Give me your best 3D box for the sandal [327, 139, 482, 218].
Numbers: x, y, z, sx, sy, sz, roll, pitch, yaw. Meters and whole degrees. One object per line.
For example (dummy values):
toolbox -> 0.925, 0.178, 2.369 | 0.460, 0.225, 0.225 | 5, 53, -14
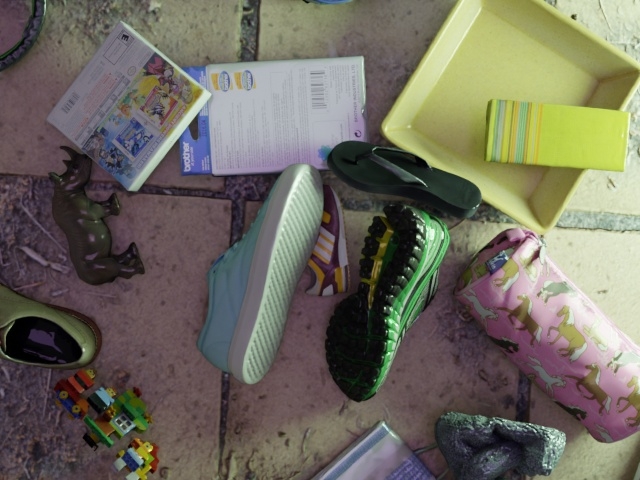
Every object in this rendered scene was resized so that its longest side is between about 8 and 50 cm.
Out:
sandal -> 0.137, -0.111, 1.857 | 0.255, 0.054, 0.097 | 16, 46, -4

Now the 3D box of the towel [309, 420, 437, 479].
towel -> 0.116, 0.467, 1.958 | 0.209, 0.034, 0.285 | -42, 96, -5

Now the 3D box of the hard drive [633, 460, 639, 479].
hard drive -> 0.622, 0.436, 1.946 | 0.210, 0.040, 0.318 | 27, 70, -5

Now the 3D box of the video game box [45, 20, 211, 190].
video game box -> -0.308, -0.215, 1.871 | 0.187, 0.048, 0.205 | 41, 98, 11

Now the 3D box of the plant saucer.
plant saucer -> 0.312, -0.229, 1.939 | 0.333, 0.081, 0.332 | 32, 89, -5

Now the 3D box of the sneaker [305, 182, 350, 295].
sneaker -> 0.000, 0.000, 1.923 | 0.084, 0.069, 0.185 | -8, 90, -5

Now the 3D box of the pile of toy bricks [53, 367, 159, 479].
pile of toy bricks -> -0.326, 0.282, 1.895 | 0.212, 0.118, 0.105 | 47, 48, 6

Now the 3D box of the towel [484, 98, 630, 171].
towel -> 0.384, -0.170, 1.899 | 0.237, 0.021, 0.102 | 4, 96, -6

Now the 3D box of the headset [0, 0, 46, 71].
headset -> -0.635, -0.414, 1.852 | 0.394, 0.185, 0.243 | 23, 93, -20

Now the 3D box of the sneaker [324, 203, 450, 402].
sneaker -> 0.123, 0.113, 1.903 | 0.146, 0.134, 0.343 | 9, 109, -46

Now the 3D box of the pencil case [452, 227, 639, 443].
pencil case -> 0.399, 0.158, 1.915 | 0.386, 0.167, 0.160 | 46, 63, -5

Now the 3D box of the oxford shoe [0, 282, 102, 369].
oxford shoe -> -0.523, 0.125, 1.850 | 0.348, 0.130, 0.123 | 11, 90, -5

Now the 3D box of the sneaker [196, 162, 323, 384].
sneaker -> -0.115, 0.038, 1.874 | 0.150, 0.135, 0.365 | 21, 93, 27

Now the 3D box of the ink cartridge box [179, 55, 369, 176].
ink cartridge box -> -0.078, -0.201, 1.917 | 0.311, 0.065, 0.185 | -4, 91, -7

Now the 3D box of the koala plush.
koala plush -> 0.269, 0.401, 1.885 | 0.203, 0.196, 0.221 | 11, 79, 4

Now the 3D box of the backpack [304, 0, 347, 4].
backpack -> 0.042, -0.502, 1.858 | 0.263, 0.213, 0.276 | -32, 96, 7

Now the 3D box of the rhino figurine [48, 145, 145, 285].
rhino figurine -> -0.376, -0.041, 1.889 | 0.106, 0.073, 0.243 | -22, 91, -7
